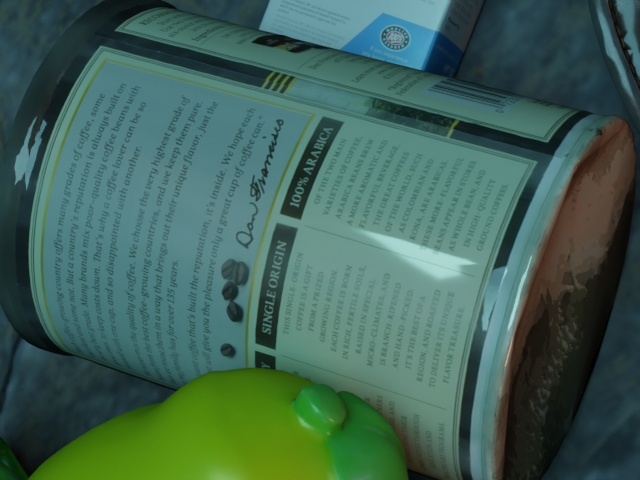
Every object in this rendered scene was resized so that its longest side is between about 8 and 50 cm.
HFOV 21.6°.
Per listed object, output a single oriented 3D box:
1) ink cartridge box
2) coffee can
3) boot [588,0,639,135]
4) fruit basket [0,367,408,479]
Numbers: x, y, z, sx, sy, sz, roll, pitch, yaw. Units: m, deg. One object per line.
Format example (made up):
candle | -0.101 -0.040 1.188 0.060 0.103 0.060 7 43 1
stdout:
ink cartridge box | 0.050 -0.178 0.953 0.104 0.060 0.180 22 91 22
coffee can | 0.000 0.000 0.872 0.275 0.201 0.201 17 89 21
boot | 0.254 -0.174 0.861 0.229 0.091 0.263 -7 78 20
fruit basket | -0.103 0.202 0.830 0.392 0.283 0.392 -2 77 10
